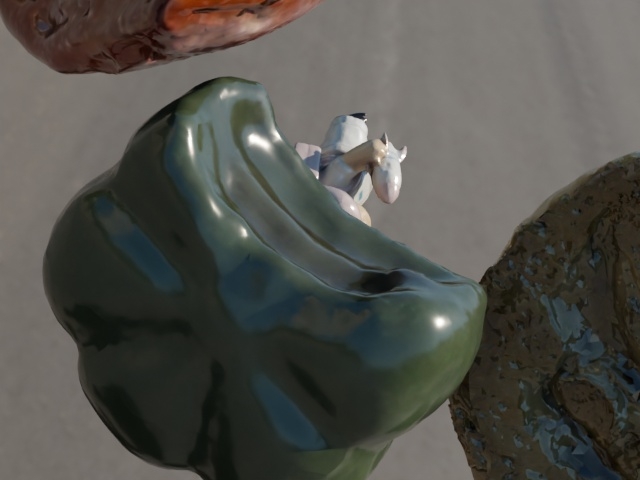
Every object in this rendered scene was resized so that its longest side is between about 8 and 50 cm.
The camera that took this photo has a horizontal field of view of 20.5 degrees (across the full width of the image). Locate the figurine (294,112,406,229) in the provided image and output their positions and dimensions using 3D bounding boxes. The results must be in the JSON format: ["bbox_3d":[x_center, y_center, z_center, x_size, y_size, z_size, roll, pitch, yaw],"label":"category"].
[{"bbox_3d":[0.000,0.000,1.273,0.112,0.137,0.229,21,47,-10],"label":"figurine"}]

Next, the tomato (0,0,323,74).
[{"bbox_3d":[-0.055,-0.213,0.842,0.170,0.309,0.309,6,39,-32],"label":"tomato"}]

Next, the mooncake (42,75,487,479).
[{"bbox_3d":[-0.022,0.022,0.713,0.175,0.168,0.104,9,10,14],"label":"mooncake"}]

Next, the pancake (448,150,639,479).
[{"bbox_3d":[0.267,0.117,1.158,0.387,0.387,0.082,47,33,14],"label":"pancake"}]
